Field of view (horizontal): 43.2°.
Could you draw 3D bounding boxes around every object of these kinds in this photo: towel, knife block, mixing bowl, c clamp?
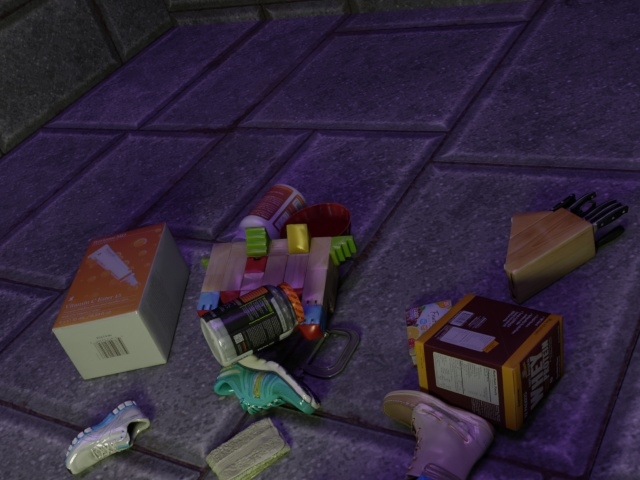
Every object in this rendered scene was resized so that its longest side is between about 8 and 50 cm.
[{"bbox_3d":[-0.139,0.403,1.538,0.148,0.027,0.110,-31,35,-16],"label":"towel"},{"bbox_3d":[0.523,0.007,1.699,0.242,0.088,0.275,-4,36,23],"label":"knife block"},{"bbox_3d":[0.000,0.000,1.967,0.181,0.098,0.181,-14,34,10],"label":"mixing bowl"},{"bbox_3d":[0.003,0.236,1.703,0.137,0.022,0.160,10,44,37],"label":"c clamp"}]

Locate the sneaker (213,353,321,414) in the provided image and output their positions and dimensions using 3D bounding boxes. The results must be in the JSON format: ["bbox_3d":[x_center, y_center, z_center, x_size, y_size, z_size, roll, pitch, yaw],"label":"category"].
[{"bbox_3d":[-0.109,0.303,1.625,0.275,0.107,0.110,11,63,45],"label":"sneaker"}]

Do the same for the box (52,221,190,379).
[{"bbox_3d":[-0.467,0.139,1.949,0.215,0.168,0.345,-13,34,11],"label":"box"}]

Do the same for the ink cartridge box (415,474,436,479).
[{"bbox_3d":[0.167,0.463,1.228,0.104,0.060,0.180,-49,28,19],"label":"ink cartridge box"}]

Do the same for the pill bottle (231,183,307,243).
[{"bbox_3d":[-0.133,-0.039,2.069,0.121,0.121,0.216,6,42,34],"label":"pill bottle"}]

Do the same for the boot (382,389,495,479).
[{"bbox_3d":[0.174,0.354,1.399,0.213,0.077,0.165,15,47,30],"label":"boot"}]

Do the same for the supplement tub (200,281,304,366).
[{"bbox_3d":[-0.135,0.164,1.625,0.190,0.117,0.117,-25,34,-18],"label":"supplement tub"}]

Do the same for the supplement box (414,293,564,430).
[{"bbox_3d":[0.307,0.211,1.454,0.194,0.129,0.191,12,32,39],"label":"supplement box"}]

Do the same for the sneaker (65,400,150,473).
[{"bbox_3d":[-0.429,0.408,1.645,0.083,0.071,0.191,24,53,39],"label":"sneaker"}]

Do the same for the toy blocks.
[{"bbox_3d":[-0.117,0.127,1.807,0.381,0.191,0.261,-3,49,15],"label":"toy blocks"}]

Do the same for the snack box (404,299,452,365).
[{"bbox_3d":[0.228,0.186,1.644,0.100,0.037,0.141,-12,35,9],"label":"snack box"}]
